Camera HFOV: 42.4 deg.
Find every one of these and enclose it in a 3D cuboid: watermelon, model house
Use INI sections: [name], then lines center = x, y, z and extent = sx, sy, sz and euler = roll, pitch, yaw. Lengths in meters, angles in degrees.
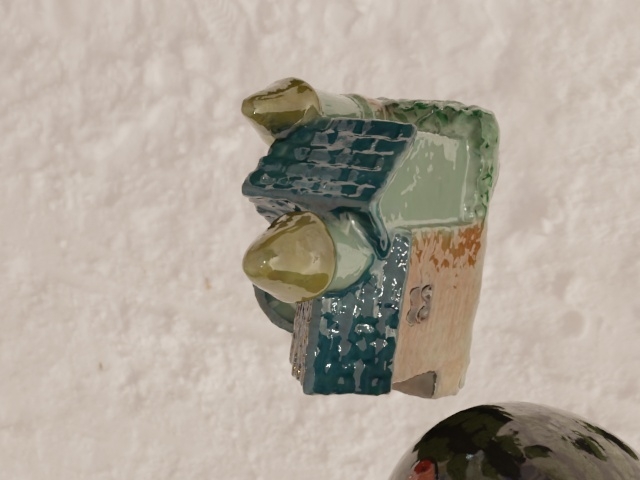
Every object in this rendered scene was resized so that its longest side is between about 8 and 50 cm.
[watermelon]
center = 0.140, 0.214, 0.557
extent = 0.212, 0.212, 0.212
euler = 5, 98, 39
[model house]
center = 0.000, 0.000, 0.675
extent = 0.194, 0.325, 0.267
euler = 11, 97, 28
